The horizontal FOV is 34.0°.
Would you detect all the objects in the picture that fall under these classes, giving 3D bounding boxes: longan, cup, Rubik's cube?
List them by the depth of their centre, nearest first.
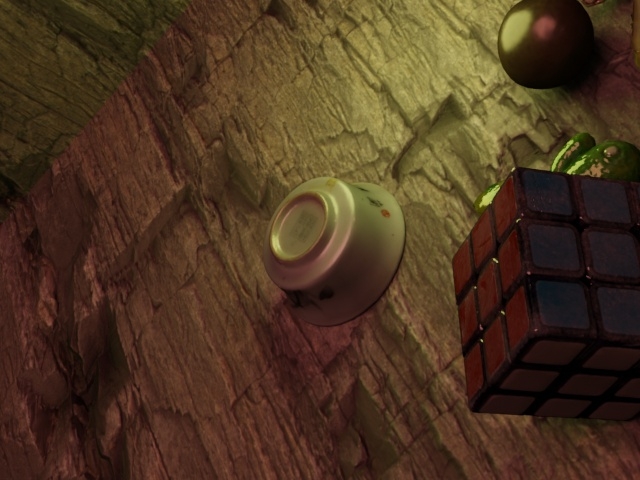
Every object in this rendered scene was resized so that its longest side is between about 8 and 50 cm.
[{"bbox_3d":[0.407,0.094,1.683,0.304,0.300,0.305,114,158,-58],"label":"Rubik's cube"},{"bbox_3d":[0.449,-0.397,2.087,0.212,0.198,0.198,4,70,58],"label":"longan"},{"bbox_3d":[0.000,0.000,2.301,0.347,0.163,0.347,-23,54,34],"label":"cup"}]

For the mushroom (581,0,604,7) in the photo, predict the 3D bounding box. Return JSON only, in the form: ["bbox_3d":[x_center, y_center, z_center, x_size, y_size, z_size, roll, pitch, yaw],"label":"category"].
[{"bbox_3d":[0.616,-0.539,2.083,0.209,0.094,0.072,-22,98,31],"label":"mushroom"}]

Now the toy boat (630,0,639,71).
[{"bbox_3d":[0.647,-0.401,1.976,0.111,0.084,0.276,-10,60,38],"label":"toy boat"}]

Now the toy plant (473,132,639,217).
[{"bbox_3d":[0.454,-0.074,1.936,0.315,0.184,0.224,-27,54,10],"label":"toy plant"}]
